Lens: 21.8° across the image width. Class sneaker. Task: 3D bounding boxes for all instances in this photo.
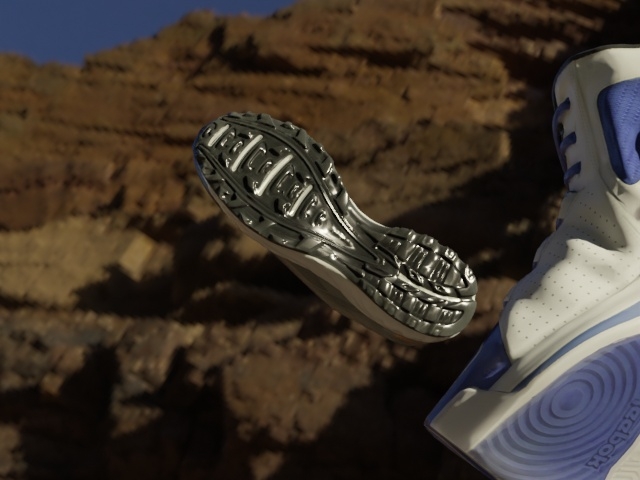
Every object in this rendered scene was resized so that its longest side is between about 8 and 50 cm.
[{"bbox_3d":[0.000,0.000,1.390,0.271,0.100,0.108,39,-23,0],"label":"sneaker"},{"bbox_3d":[0.175,-0.002,0.911,0.127,0.315,0.182,47,-3,-35],"label":"sneaker"}]
